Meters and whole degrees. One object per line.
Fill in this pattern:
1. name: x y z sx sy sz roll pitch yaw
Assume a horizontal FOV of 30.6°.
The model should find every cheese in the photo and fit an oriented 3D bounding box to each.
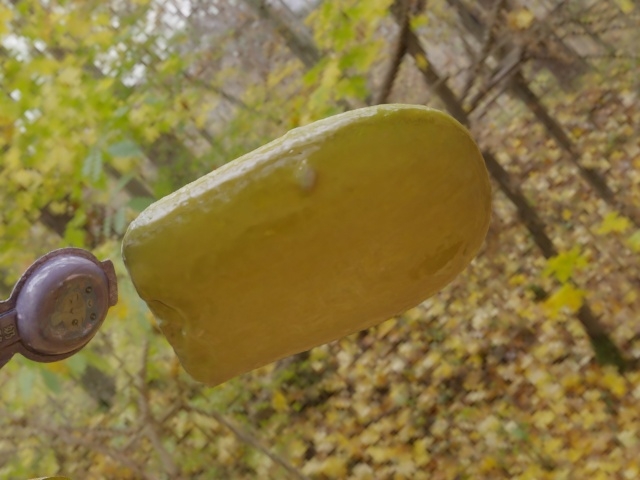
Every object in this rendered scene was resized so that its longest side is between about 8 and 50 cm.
1. cheese: -0.252 0.068 1.037 0.042 0.105 0.191 12 28 38

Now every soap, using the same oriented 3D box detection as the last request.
1. soap: -0.001 -0.001 1.374 0.427 0.306 0.115 -22 35 -2

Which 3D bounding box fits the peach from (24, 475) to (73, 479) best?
1. peach: -0.287 0.318 1.219 0.151 0.151 0.118 -48 -14 -24
